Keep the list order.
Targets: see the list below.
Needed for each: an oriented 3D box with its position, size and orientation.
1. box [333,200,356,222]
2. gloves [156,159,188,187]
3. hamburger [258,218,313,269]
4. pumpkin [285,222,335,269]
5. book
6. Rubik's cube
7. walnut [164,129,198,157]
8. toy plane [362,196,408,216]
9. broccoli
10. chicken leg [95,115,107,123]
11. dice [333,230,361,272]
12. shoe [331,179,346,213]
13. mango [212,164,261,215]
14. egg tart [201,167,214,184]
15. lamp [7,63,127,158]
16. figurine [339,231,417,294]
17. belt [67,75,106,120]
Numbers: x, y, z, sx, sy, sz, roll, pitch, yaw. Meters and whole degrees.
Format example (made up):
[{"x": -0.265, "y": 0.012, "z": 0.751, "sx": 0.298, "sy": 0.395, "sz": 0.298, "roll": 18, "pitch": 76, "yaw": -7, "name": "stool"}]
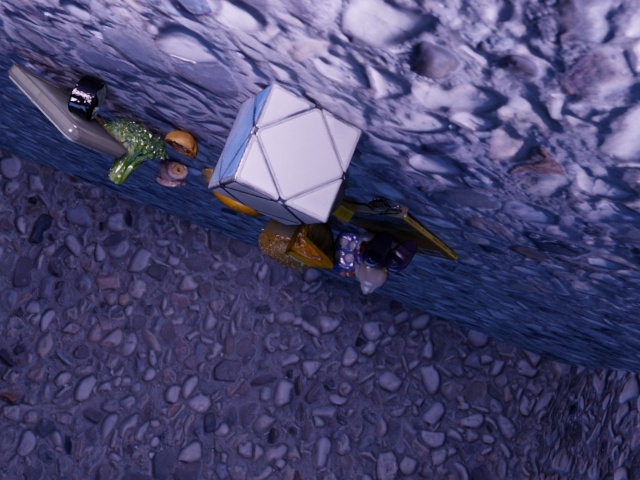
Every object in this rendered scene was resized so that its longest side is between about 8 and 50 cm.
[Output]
[{"x": 0.025, "y": -0.109, "z": 1.722, "sx": 0.155, "sy": 0.023, "sz": 0.087, "roll": 30, "pitch": 163, "yaw": 0, "name": "box"}, {"x": -0.533, "y": -0.237, "z": 2.156, "sx": 0.110, "sy": 0.094, "sz": 0.144, "roll": 11, "pitch": 165, "yaw": -12, "name": "gloves"}, {"x": -0.109, "y": 0.017, "z": 2.378, "sx": 0.276, "sy": 0.179, "sz": 0.294, "roll": 25, "pitch": 171, "yaw": -16, "name": "hamburger"}, {"x": 0.000, "y": 0.000, "z": 2.099, "sx": 0.169, "sy": 0.148, "sz": 0.312, "roll": 27, "pitch": 165, "yaw": -9, "name": "pumpkin"}, {"x": 0.231, "y": -0.027, "z": 1.830, "sx": 0.262, "sy": 0.028, "sz": 0.374, "roll": 14, "pitch": 169, "yaw": 40, "name": "book"}, {"x": -0.075, "y": -0.160, "z": 1.190, "sx": 0.207, "sy": 0.205, "sz": 0.205, "roll": 26, "pitch": 170, "yaw": -21, "name": "Rubik's cube"}, {"x": -0.383, "y": -0.277, "z": 1.680, "sx": 0.091, "sy": 0.052, "sz": 0.121, "roll": 20, "pitch": 169, "yaw": 13, "name": "walnut"}, {"x": 0.170, "y": -0.086, "z": 1.569, "sx": 0.121, "sy": 0.049, "sz": 0.031, "roll": 1, "pitch": 167, "yaw": 13, "name": "toy plane"}, {"x": -0.574, "y": -0.259, "z": 1.786, "sx": 0.220, "sy": 0.194, "sz": 0.194, "roll": 28, "pitch": 169, "yaw": -15, "name": "broccoli"}, {"x": -0.715, "y": -0.370, "z": 1.888, "sx": 0.198, "sy": 0.069, "sz": 0.085, "roll": 16, "pitch": 148, "yaw": -9, "name": "chicken leg"}, {"x": 0.117, "y": 0.055, "z": 2.200, "sx": 0.143, "sy": 0.146, "sz": 0.146, "roll": 18, "pitch": 170, "yaw": 11, "name": "dice"}, {"x": 0.013, "y": -0.129, "z": 1.513, "sx": 0.100, "sy": 0.103, "sz": 0.251, "roll": 17, "pitch": 176, "yaw": 28, "name": "shoe"}, {"x": -0.217, "y": -0.159, "z": 1.714, "sx": 0.191, "sy": 0.160, "sz": 0.290, "roll": 16, "pitch": -179, "yaw": -8, "name": "mango"}, {"x": -0.355, "y": -0.205, "z": 2.055, "sx": 0.129, "sy": 0.049, "sz": 0.129, "roll": 22, "pitch": 170, "yaw": 4, "name": "egg tart"}, {"x": -0.667, "y": -0.338, "z": 1.601, "sx": 0.266, "sy": 0.047, "sz": 0.269, "roll": 45, "pitch": -176, "yaw": 9, "name": "lamp"}, {"x": 0.171, "y": 0.080, "z": 1.909, "sx": 0.154, "sy": 0.193, "sz": 0.421, "roll": 18, "pitch": 176, "yaw": -4, "name": "figurine"}, {"x": -0.584, "y": -0.357, "z": 1.502, "sx": 0.058, "sy": 0.105, "sz": 0.140, "roll": 27, "pitch": 176, "yaw": -11, "name": "belt"}]
